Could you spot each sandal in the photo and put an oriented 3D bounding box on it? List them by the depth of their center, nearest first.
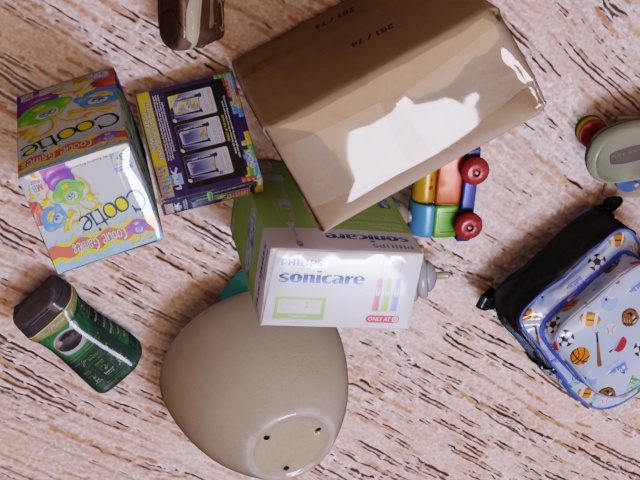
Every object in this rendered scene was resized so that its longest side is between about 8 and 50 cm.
[{"bbox_3d":[0.538,-0.139,1.999,0.303,0.086,0.120,-19,118,-3],"label":"sandal"}]

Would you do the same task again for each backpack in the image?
[{"bbox_3d":[0.427,0.120,2.087,0.276,0.213,0.263,-38,124,2],"label":"backpack"}]

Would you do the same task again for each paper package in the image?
[{"bbox_3d":[0.078,-0.202,1.790,0.325,0.309,0.168,-29,117,2],"label":"paper package"}]

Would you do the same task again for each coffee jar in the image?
[{"bbox_3d":[-0.354,0.134,1.994,0.096,0.079,0.184,-40,119,11],"label":"coffee jar"}]

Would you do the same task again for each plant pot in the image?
[{"bbox_3d":[-0.073,0.240,2.015,0.284,0.191,0.284,-13,130,-16],"label":"plant pot"}]

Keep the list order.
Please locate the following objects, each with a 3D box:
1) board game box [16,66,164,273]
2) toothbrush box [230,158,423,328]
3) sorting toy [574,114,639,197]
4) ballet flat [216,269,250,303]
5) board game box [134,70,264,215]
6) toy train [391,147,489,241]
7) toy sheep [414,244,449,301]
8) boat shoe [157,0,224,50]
[{"bbox_3d":[-0.302,-0.098,1.776,0.144,0.275,0.142,-19,119,-3],"label":"board game box"},{"bbox_3d":[0.000,0.000,1.890,0.206,0.283,0.122,2,115,-15],"label":"toothbrush box"},{"bbox_3d":[0.515,-0.121,2.081,0.275,0.046,0.132,-2,117,-12],"label":"sorting toy"},{"bbox_3d":[-0.131,0.107,2.055,0.052,0.057,0.168,13,120,-49],"label":"ballet flat"},{"bbox_3d":[-0.165,-0.132,1.859,0.141,0.170,0.048,-14,159,-4],"label":"board game box"},{"bbox_3d":[0.160,-0.118,1.964,0.143,0.105,0.248,-3,117,-14],"label":"toy train"},{"bbox_3d":[0.127,0.052,2.059,0.132,0.091,0.091,-2,118,9],"label":"toy sheep"},{"bbox_3d":[-0.156,-0.378,1.786,0.095,0.095,0.257,-11,120,-34],"label":"boat shoe"}]
